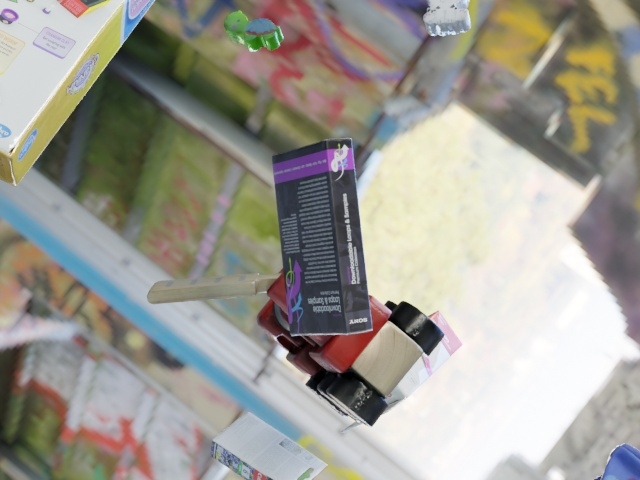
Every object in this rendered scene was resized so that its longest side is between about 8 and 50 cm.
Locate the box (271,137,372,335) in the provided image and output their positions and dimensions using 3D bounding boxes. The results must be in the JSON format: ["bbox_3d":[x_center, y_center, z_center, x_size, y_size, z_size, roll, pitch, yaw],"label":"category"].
[{"bbox_3d":[0.000,0.000,1.277,0.029,0.162,0.116,-4,179,-25],"label":"box"}]

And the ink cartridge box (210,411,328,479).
[{"bbox_3d":[-0.056,0.237,1.624,0.063,0.115,0.029,-35,146,-42],"label":"ink cartridge box"}]

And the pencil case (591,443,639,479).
[{"bbox_3d":[0.213,0.317,1.432,0.306,0.119,0.133,-34,-147,-2],"label":"pencil case"}]

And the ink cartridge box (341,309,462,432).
[{"bbox_3d":[0.100,0.187,2.145,0.115,0.067,0.198,-32,-177,44],"label":"ink cartridge box"}]

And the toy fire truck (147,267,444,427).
[{"bbox_3d":[-0.033,0.076,1.504,0.158,0.246,0.217,-50,-175,-7],"label":"toy fire truck"}]

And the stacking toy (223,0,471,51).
[{"bbox_3d":[0.007,-0.223,1.178,0.167,0.221,0.052,65,25,-57],"label":"stacking toy"}]

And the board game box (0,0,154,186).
[{"bbox_3d":[-0.319,-0.239,1.507,0.316,0.242,0.064,-58,170,-24],"label":"board game box"}]
